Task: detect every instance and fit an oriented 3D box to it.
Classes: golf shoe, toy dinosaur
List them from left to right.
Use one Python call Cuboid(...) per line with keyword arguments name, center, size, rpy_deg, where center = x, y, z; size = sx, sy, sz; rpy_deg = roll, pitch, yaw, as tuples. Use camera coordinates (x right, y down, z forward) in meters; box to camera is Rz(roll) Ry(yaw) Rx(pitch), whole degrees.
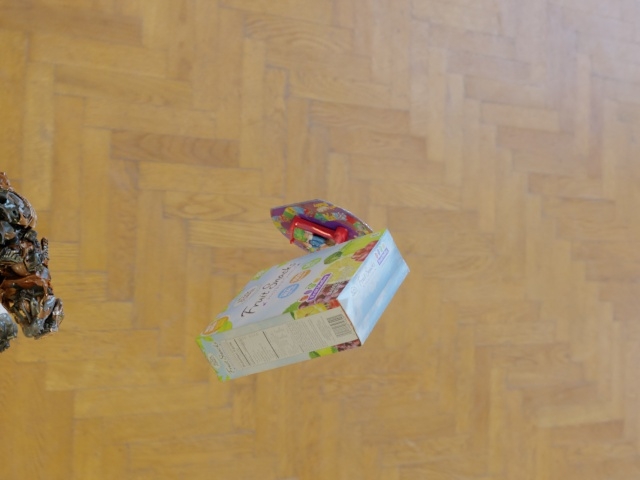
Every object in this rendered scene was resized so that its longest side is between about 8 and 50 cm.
Cuboid(name="golf shoe", center=(-0.630, 0.186, 1.627), size=(0.198, 0.093, 0.077), rpy_deg=(-38, 151, 9))
Cuboid(name="toy dinosaur", center=(-0.465, -0.012, 1.257), size=(0.164, 0.218, 0.322), rpy_deg=(-45, 80, 8))

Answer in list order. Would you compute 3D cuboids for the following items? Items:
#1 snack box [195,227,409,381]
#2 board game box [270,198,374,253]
Cuboid(name="snack box", center=(-0.020, 0.077, 1.078), size=(0.070, 0.207, 0.174), rpy_deg=(61, 32, -14))
Cuboid(name="board game box", center=(0.000, 0.000, 1.257), size=(0.133, 0.169, 0.033), rpy_deg=(42, 59, -31))
